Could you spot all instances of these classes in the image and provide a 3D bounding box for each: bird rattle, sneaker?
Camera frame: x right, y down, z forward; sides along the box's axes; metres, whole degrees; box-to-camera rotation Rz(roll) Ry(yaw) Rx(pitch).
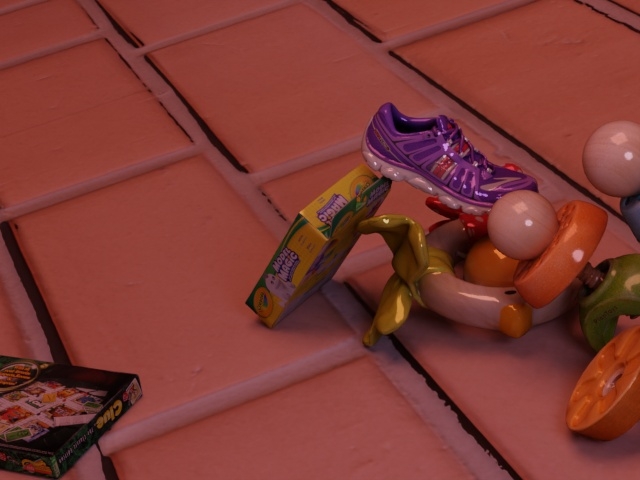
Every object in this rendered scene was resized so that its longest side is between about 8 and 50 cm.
[{"bbox_3d":[0.152,0.023,1.453,0.207,0.143,0.253,23,30,34],"label":"bird rattle"},{"bbox_3d":[0.119,-0.074,1.405,0.170,0.071,0.068,22,30,8],"label":"sneaker"}]

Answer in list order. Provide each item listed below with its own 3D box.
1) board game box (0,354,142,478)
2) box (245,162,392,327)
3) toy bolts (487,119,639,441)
[{"bbox_3d":[-0.308,0.157,1.459,0.260,0.030,0.136,5,34,32],"label":"board game box"},{"bbox_3d":[0.000,0.000,1.473,0.043,0.179,0.105,44,49,8],"label":"box"},{"bbox_3d":[0.226,0.016,1.232,0.228,0.158,0.218,-46,12,41],"label":"toy bolts"}]
